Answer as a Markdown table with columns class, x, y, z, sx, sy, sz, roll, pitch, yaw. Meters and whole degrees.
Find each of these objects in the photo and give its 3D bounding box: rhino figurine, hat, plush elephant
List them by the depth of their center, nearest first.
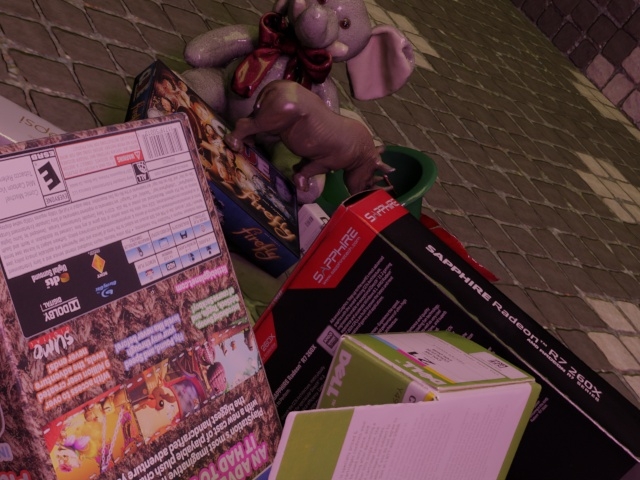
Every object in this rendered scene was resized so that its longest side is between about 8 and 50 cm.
| class | x | y | z | sx | sy | sz | roll | pitch | yaw |
| --- | --- | --- | --- | --- | --- | --- | --- | --- | --- |
| rhino figurine | 0.004 | -0.113 | 1.263 | 0.243 | 0.106 | 0.073 | 29 | 24 | -33 |
| plush elephant | -0.028 | -0.249 | 1.407 | 0.272 | 0.255 | 0.330 | 36 | 26 | 0 |
| hat | 0.099 | -0.008 | 1.419 | 0.173 | 0.183 | 0.208 | -34 | 36 | -23 |

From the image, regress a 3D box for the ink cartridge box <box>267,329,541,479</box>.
| class | x | y | z | sx | sy | sz | roll | pitch | yaw |
| --- | --- | --- | --- | --- | --- | --- | --- | --- | --- |
| ink cartridge box | 0.017 | 0.165 | 0.703 | 0.255 | 0.189 | 0.097 | 4 | 19 | -46 |

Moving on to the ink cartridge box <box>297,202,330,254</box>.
| class | x | y | z | sx | sy | sz | roll | pitch | yaw |
| --- | --- | --- | --- | --- | --- | --- | --- | --- | --- |
| ink cartridge box | 0.000 | 0.000 | 1.271 | 0.083 | 0.048 | 0.028 | 50 | 30 | 22 |

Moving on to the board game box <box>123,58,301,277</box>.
| class | x | y | z | sx | sy | sz | roll | pitch | yaw |
| --- | --- | --- | --- | --- | --- | --- | --- | --- | --- |
| board game box | -0.121 | -0.085 | 1.201 | 0.243 | 0.042 | 0.165 | 42 | 22 | -26 |

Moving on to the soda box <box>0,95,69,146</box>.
| class | x | y | z | sx | sy | sz | roll | pitch | yaw |
| --- | --- | --- | --- | --- | --- | --- | --- | --- | --- |
| soda box | -0.263 | -0.061 | 1.028 | 0.216 | 0.074 | 0.069 | 30 | 27 | -14 |

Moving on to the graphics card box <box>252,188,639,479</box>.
| class | x | y | z | sx | sy | sz | roll | pitch | yaw |
| --- | --- | --- | --- | --- | --- | --- | --- | --- | --- |
| graphics card box | 0.113 | 0.156 | 0.951 | 0.371 | 0.233 | 0.094 | 41 | 27 | 11 |

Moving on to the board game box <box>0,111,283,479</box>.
| class | x | y | z | sx | sy | sz | roll | pitch | yaw |
| --- | --- | --- | --- | --- | --- | --- | --- | --- | --- |
| board game box | -0.164 | 0.082 | 0.689 | 0.232 | 0.141 | 0.291 | -25 | 99 | -60 |
